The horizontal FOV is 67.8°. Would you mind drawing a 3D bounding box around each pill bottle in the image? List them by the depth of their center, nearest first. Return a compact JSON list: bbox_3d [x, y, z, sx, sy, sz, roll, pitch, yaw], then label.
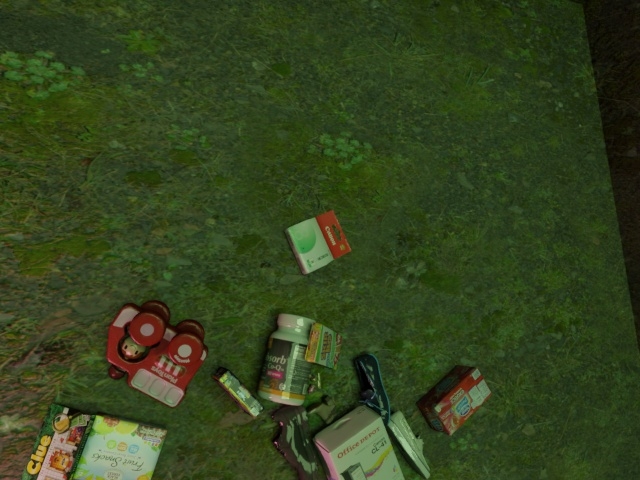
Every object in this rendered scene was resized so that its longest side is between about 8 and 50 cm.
[{"bbox_3d":[-0.105,0.393,1.586,0.162,0.162,0.278,17,74,-20],"label":"pill bottle"}]

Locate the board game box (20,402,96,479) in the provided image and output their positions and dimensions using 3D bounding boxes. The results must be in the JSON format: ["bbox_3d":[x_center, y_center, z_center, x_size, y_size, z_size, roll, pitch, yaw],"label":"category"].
[{"bbox_3d":[-0.732,0.596,1.313,0.136,0.030,0.259,11,74,12],"label":"board game box"}]

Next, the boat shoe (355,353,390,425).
[{"bbox_3d":[0.174,0.546,1.724,0.089,0.109,0.258,-2,66,-36],"label":"boat shoe"}]

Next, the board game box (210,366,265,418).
[{"bbox_3d":[-0.264,0.479,1.511,0.048,0.141,0.170,-44,99,-23],"label":"board game box"}]

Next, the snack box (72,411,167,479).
[{"bbox_3d":[-0.579,0.613,1.388,0.207,0.070,0.174,21,73,-17],"label":"snack box"}]

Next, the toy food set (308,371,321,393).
[{"bbox_3d":[-0.053,0.501,1.668,0.122,0.019,0.077,-2,81,-24],"label":"toy food set"}]

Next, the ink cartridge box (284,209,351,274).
[{"bbox_3d":[0.000,0.000,1.764,0.225,0.056,0.180,-25,91,-24],"label":"ink cartridge box"}]

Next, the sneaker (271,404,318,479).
[{"bbox_3d":[-0.089,0.690,1.584,0.130,0.109,0.286,-10,76,-19],"label":"sneaker"}]

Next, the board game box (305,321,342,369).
[{"bbox_3d":[0.015,0.362,1.619,0.259,0.039,0.124,43,55,-60],"label":"board game box"}]

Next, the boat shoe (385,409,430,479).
[{"bbox_3d":[0.336,0.752,1.760,0.088,0.096,0.267,-35,87,-20],"label":"boat shoe"}]

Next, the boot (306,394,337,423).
[{"bbox_3d":[0.009,0.601,1.660,0.119,0.042,0.086,-27,101,-34],"label":"boot"}]

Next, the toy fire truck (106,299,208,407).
[{"bbox_3d":[-0.501,0.338,1.435,0.302,0.169,0.253,33,88,-14],"label":"toy fire truck"}]

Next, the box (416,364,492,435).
[{"bbox_3d":[0.518,0.612,1.844,0.257,0.123,0.128,-33,94,-25],"label":"box"}]

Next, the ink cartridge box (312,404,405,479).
[{"bbox_3d":[0.138,0.762,1.620,0.226,0.131,0.305,-26,104,-24],"label":"ink cartridge box"}]
